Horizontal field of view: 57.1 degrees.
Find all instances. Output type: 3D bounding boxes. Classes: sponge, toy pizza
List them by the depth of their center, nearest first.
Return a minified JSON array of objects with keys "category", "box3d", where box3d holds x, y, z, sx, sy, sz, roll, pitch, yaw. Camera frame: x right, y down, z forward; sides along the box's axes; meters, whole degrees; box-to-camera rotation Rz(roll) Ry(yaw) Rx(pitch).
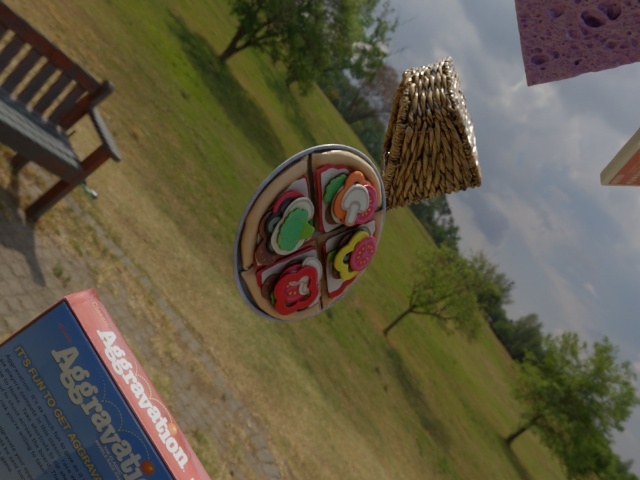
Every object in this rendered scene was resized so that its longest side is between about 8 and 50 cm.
[{"category":"sponge","box3d":[0.202,-0.235,0.447,0.031,0.117,0.210,-47,125,-54]},{"category":"toy pizza","box3d":[0.000,0.000,0.612,0.032,0.201,0.201,32,-9,43]}]

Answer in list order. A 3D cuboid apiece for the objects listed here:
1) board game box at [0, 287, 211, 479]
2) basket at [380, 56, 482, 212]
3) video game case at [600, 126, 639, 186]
[{"category":"board game box","box3d":[-0.105,0.181,0.318,0.281,0.145,0.027,58,19,2]},{"category":"basket","box3d":[0.190,-0.231,1.208,0.299,0.223,0.213,-76,145,-52]},{"category":"video game case","box3d":[0.578,-0.119,0.834,0.204,0.285,0.025,64,30,-72]}]
